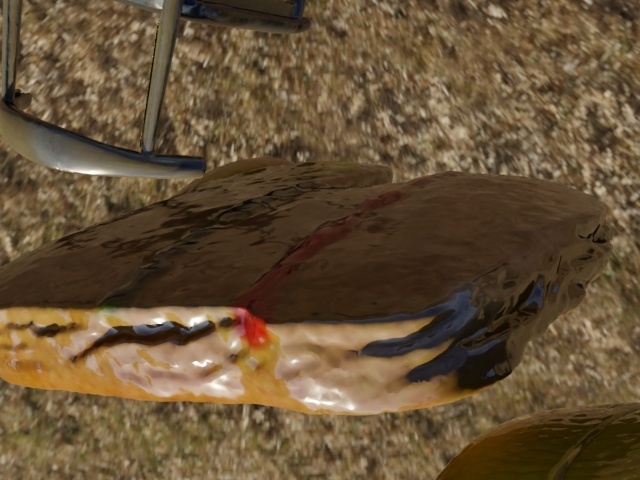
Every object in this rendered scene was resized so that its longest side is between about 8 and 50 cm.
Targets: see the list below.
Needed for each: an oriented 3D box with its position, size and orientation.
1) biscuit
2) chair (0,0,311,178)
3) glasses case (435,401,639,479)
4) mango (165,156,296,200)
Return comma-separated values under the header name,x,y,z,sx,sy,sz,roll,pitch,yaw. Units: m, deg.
name,x,y,z,sx,sy,sz,roll,pitch,yaw
biscuit,0.000,-0.002,0.509,0.277,0.262,0.052,-1,106,40
chair,-0.115,-0.185,0.814,0.188,0.166,0.272,22,105,28
glasses case,0.150,0.233,0.374,0.141,0.173,0.371,-10,90,44
mango,-0.065,0.008,0.868,0.113,0.253,0.138,16,79,-39
